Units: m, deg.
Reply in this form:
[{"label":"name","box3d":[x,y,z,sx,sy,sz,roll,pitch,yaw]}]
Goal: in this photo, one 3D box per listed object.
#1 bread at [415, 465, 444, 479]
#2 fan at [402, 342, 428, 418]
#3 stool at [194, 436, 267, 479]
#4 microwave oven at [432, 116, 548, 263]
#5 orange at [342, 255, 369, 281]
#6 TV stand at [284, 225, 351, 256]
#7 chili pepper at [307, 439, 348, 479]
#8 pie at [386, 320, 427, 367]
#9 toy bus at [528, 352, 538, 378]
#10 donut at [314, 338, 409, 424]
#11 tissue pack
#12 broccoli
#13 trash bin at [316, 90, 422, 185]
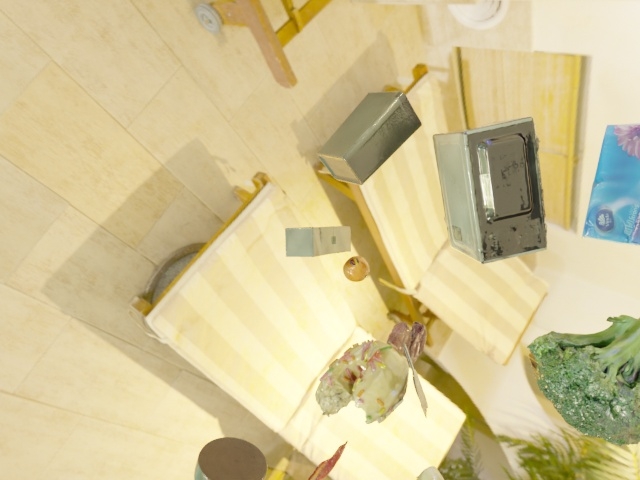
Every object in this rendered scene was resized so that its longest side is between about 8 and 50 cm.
[{"label":"bread","box3d":[0.252,0.573,0.969,0.060,0.178,0.140,-15,134,-18]},{"label":"fan","box3d":[0.296,0.427,1.469,0.152,0.008,0.227,0,72,-75]},{"label":"stool","box3d":[-0.254,0.674,1.212,0.179,0.179,0.264,0,111,-50]},{"label":"microwave oven","box3d":[0.480,-0.147,1.325,0.218,0.286,0.355,-12,100,-3]},{"label":"orange","box3d":[0.109,0.087,1.431,0.083,0.083,0.084,-26,127,-40]},{"label":"TV stand","box3d":[0.000,0.000,1.337,0.269,0.088,0.083,-7,96,-66]},{"label":"chili pepper","box3d":[0.021,0.633,1.331,0.027,0.045,0.178,42,84,-8]},{"label":"pie","box3d":[0.337,0.412,1.871,0.218,0.054,0.204,29,83,-43]},{"label":"toy bus","box3d":[0.727,0.398,1.410,0.098,0.201,0.114,-26,104,-4]},{"label":"donut","box3d":[0.149,0.472,1.619,0.150,0.371,0.307,51,59,-10]},{"label":"tissue pack","box3d":[0.726,-0.121,1.079,0.198,0.146,0.264,3,98,-34]},{"label":"broccoli","box3d":[0.558,0.260,0.934,0.245,0.265,0.294,-48,139,5]},{"label":"trash bin","box3d":[0.127,-0.274,1.270,0.240,0.164,0.122,-48,122,-12]}]
